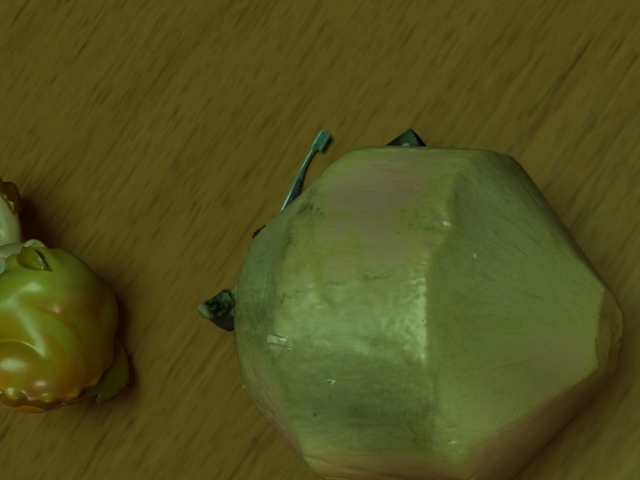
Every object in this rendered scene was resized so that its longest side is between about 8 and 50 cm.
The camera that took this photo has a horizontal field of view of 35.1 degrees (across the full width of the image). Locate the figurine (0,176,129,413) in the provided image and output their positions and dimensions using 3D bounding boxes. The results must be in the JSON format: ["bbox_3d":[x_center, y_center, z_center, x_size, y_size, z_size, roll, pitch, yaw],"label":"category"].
[{"bbox_3d":[-0.246,0.038,0.831,0.246,0.131,0.156,58,137,25],"label":"figurine"}]

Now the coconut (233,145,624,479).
[{"bbox_3d":[0.069,0.047,0.634,0.236,0.197,0.237,-11,66,26],"label":"coconut"}]

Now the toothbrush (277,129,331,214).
[{"bbox_3d":[-0.027,-0.030,0.806,0.013,0.011,0.131,28,89,50],"label":"toothbrush"}]

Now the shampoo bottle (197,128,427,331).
[{"bbox_3d":[0.000,-0.001,0.755,0.207,0.063,0.057,-37,54,12],"label":"shampoo bottle"}]
